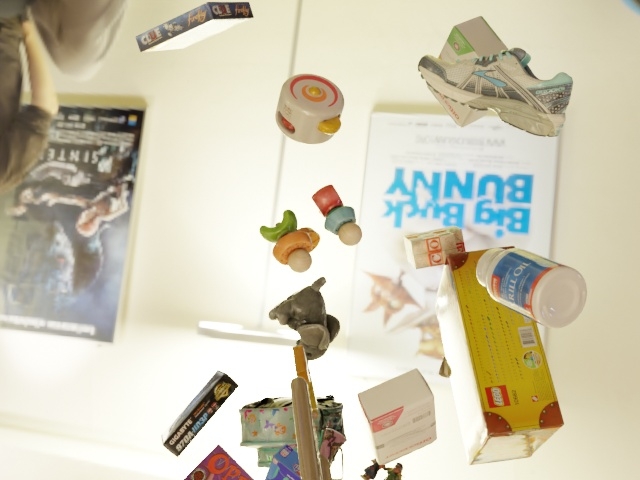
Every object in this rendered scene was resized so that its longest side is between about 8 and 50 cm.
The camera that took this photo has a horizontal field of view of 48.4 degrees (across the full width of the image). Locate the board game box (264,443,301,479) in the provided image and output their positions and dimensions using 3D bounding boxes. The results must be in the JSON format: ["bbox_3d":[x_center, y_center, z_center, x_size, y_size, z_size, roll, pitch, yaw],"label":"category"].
[{"bbox_3d":[-0.043,0.518,1.379,0.160,0.210,0.047,32,-143,20],"label":"board game box"}]

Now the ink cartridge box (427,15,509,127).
[{"bbox_3d":[0.352,-0.392,1.676,0.093,0.154,0.212,-27,163,-22],"label":"ink cartridge box"}]

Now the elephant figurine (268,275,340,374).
[{"bbox_3d":[-0.022,0.260,2.029,0.169,0.239,0.186,-35,-179,-32],"label":"elephant figurine"}]

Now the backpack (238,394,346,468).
[{"bbox_3d":[-0.083,0.481,1.808,0.225,0.191,0.254,-10,160,35],"label":"backpack"}]

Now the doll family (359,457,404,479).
[{"bbox_3d":[0.180,0.654,2.020,0.076,0.111,0.193,50,165,-27],"label":"doll family"}]

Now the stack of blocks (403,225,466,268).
[{"bbox_3d":[0.357,0.019,2.203,0.171,0.087,0.297,-11,-177,4],"label":"stack of blocks"}]

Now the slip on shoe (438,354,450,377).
[{"bbox_3d":[0.401,0.362,2.215,0.041,0.135,0.051,-5,152,44],"label":"slip on shoe"}]

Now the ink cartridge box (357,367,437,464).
[{"bbox_3d":[0.181,0.413,1.656,0.159,0.092,0.217,-21,136,-8],"label":"ink cartridge box"}]

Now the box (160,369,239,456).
[{"bbox_3d":[-0.298,0.420,1.752,0.051,0.220,0.175,43,165,-5],"label":"box"}]

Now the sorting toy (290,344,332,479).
[{"bbox_3d":[-0.018,0.331,1.136,0.041,0.229,0.307,-12,-143,1],"label":"sorting toy"}]

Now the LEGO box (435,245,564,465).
[{"bbox_3d":[0.470,0.321,1.963,0.193,0.500,0.372,-7,152,-1],"label":"LEGO box"}]

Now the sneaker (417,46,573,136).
[{"bbox_3d":[0.310,-0.288,1.257,0.283,0.122,0.110,27,-157,20],"label":"sneaker"}]

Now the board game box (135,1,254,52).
[{"bbox_3d":[-0.307,-0.520,1.736,0.243,0.042,0.165,-11,-169,33],"label":"board game box"}]

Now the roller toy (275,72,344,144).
[{"bbox_3d":[-0.031,-0.391,2.097,0.191,0.209,0.146,12,140,-7],"label":"roller toy"}]

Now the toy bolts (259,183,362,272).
[{"bbox_3d":[0.000,0.000,1.783,0.229,0.158,0.218,-35,149,3],"label":"toy bolts"}]

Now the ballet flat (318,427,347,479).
[{"bbox_3d":[0.008,0.525,1.569,0.079,0.221,0.077,16,151,8],"label":"ballet flat"}]

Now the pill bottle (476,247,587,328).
[{"bbox_3d":[0.411,0.085,1.424,0.124,0.124,0.221,8,-171,-23],"label":"pill bottle"}]

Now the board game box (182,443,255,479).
[{"bbox_3d":[-0.187,0.653,1.606,0.347,0.208,0.056,37,154,25],"label":"board game box"}]
